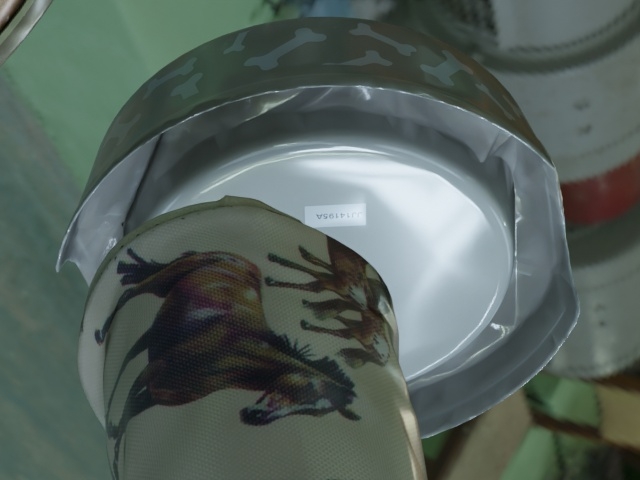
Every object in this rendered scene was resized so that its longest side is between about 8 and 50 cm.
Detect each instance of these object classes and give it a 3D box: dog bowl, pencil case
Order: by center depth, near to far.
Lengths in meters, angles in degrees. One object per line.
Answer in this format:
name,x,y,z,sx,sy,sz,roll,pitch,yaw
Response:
pencil case,-0.014,0.184,0.690,0.183,0.160,0.410,90,-9,-48
dog bowl,0.000,0.000,1.084,0.349,0.349,0.102,87,-2,-45

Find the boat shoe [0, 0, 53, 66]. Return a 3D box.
boat shoe,-0.178,-0.226,0.973,0.104,0.111,0.307,26,117,-26
